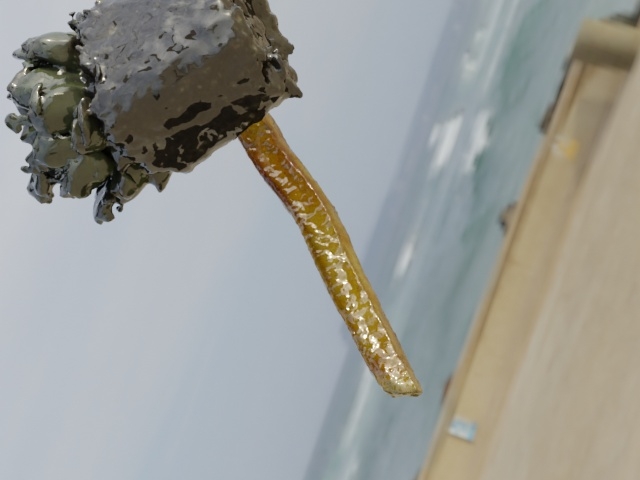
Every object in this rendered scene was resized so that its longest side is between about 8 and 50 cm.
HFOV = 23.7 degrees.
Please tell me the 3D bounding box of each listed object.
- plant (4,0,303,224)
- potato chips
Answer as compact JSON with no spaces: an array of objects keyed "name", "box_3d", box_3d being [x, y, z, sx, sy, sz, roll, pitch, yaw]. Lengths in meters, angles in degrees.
[{"name":"plant","box_3d":[-0.085,-0.069,0.724,0.092,0.143,0.094,36,-145,-58]},{"name":"potato chips","box_3d":[0.000,0.000,0.808,0.026,0.204,0.037,-34,-23,12]}]
